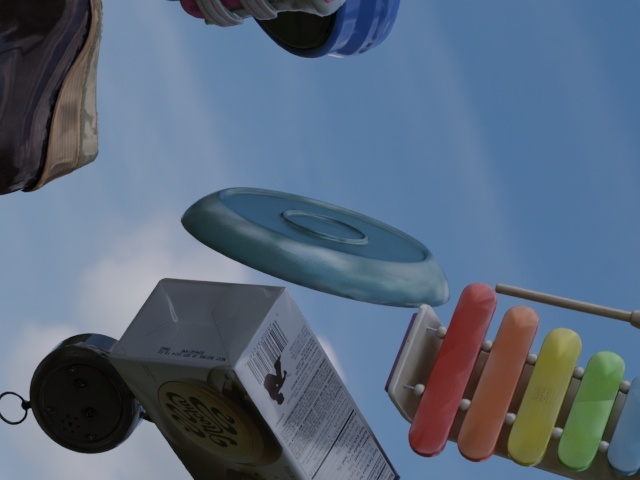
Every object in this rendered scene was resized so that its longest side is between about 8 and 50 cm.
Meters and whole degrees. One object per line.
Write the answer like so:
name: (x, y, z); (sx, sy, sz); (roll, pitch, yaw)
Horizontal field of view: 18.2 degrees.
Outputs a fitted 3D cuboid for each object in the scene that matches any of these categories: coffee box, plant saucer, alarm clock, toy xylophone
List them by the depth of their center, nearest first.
coffee box: (-0.063, 0.183, 2.052); (0.168, 0.119, 0.297); (4, -43, 37)
toy xylophone: (0.238, 0.145, 2.110); (0.081, 0.323, 0.236); (75, 26, -61)
alarm clock: (-0.276, 0.176, 2.228); (0.064, 0.192, 0.129); (-49, 126, -67)
plant saucer: (0.000, 0.000, 2.256); (0.317, 0.318, 0.043); (34, -69, 55)

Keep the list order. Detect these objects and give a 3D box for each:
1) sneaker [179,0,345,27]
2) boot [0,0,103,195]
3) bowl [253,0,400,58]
sneaker: (-0.075, -0.250, 1.926); (0.252, 0.111, 0.103); (21, -28, 50)
boot: (-0.285, -0.157, 1.666); (0.090, 0.207, 0.248); (6, -76, 50)
bowl: (-0.037, -0.391, 2.279); (0.391, 0.077, 0.391); (50, -28, 41)
